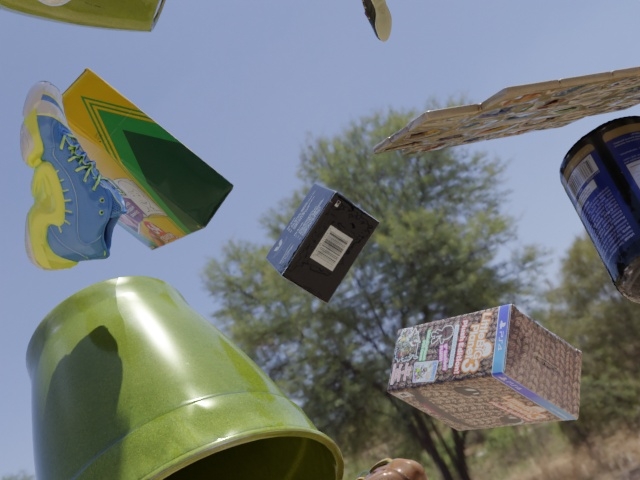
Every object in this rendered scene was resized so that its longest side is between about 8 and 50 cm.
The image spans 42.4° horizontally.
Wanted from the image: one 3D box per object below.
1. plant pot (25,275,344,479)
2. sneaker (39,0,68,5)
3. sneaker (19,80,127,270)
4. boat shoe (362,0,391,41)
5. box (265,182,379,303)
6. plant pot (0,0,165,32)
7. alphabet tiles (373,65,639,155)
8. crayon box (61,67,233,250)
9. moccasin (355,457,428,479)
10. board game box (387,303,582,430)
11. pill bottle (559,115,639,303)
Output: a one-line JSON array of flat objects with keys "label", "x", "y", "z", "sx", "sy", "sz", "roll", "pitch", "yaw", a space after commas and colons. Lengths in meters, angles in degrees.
[{"label": "plant pot", "x": -0.218, "y": 0.241, "z": 1.068, "sx": 0.367, "sy": 0.353, "sz": 0.366, "roll": -23, "pitch": -40, "yaw": -21}, {"label": "sneaker", "x": -0.336, "y": -0.487, "z": 1.181, "sx": 0.108, "sy": 0.292, "sz": 0.169, "roll": 28, "pitch": -8, "yaw": -18}, {"label": "sneaker", "x": -0.308, "y": -0.081, "z": 1.049, "sx": 0.126, "sy": 0.240, "sz": 0.091, "roll": 1, "pitch": 9, "yaw": -3}, {"label": "boat shoe", "x": 0.123, "y": -0.503, "z": 1.815, "sx": 0.049, "sy": 0.133, "sz": 0.042, "roll": -38, "pitch": 35, "yaw": -28}, {"label": "box", "x": 0.000, "y": 0.000, "z": 1.337, "sx": 0.156, "sy": 0.093, "sz": 0.158, "roll": -57, "pitch": 16, "yaw": 1}, {"label": "plant pot", "x": -0.452, "y": -0.530, "z": 1.628, "sx": 0.294, "sy": 0.274, "sz": 0.275, "roll": 21, "pitch": -31, "yaw": -11}, {"label": "alphabet tiles", "x": 0.243, "y": -0.145, "z": 0.920, "sx": 0.343, "sy": 0.011, "sz": 0.285, "roll": -11, "pitch": -2, "yaw": -14}, {"label": "crayon box", "x": -0.362, "y": -0.129, "z": 1.511, "sx": 0.106, "sy": 0.313, "sz": 0.363, "roll": -58, "pitch": 17, "yaw": -20}, {"label": "moccasin", "x": 0.068, "y": 0.379, "z": 1.068, "sx": 0.147, "sy": 0.139, "sz": 0.380, "roll": -39, "pitch": -28, "yaw": -27}, {"label": "board game box", "x": 0.321, "y": 0.259, "z": 1.622, "sx": 0.232, "sy": 0.141, "sz": 0.291, "roll": 32, "pitch": -34, "yaw": -30}, {"label": "pill bottle", "x": 0.342, "y": -0.013, "z": 0.847, "sx": 0.123, "sy": 0.219, "sz": 0.122, "roll": -10, "pitch": -36, "yaw": -7}]
